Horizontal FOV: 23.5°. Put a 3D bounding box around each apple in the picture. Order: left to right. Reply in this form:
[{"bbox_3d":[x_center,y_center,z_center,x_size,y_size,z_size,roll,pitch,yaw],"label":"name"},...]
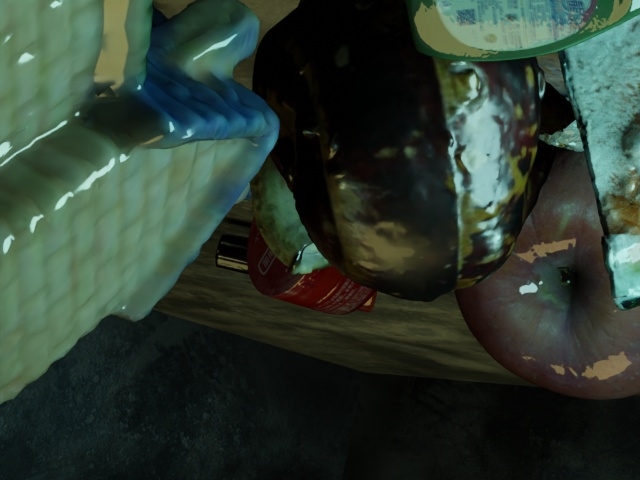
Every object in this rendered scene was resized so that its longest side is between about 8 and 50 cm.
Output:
[{"bbox_3d":[0.294,0.031,1.677,0.306,0.305,0.235,5,-168,32],"label":"apple"}]

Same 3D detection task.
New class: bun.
[{"bbox_3d":[0.248,-0.116,1.560,0.083,0.045,0.083,16,169,3],"label":"bun"}]

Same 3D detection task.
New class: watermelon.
[{"bbox_3d":[0.289,-0.110,1.201,0.214,0.320,0.289,40,130,-12],"label":"watermelon"}]

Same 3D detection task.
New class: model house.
[{"bbox_3d":[-0.257,-0.160,1.015,0.395,0.400,0.445,42,150,21],"label":"model house"}]

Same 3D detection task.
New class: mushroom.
[{"bbox_3d":[0.044,-0.103,1.557,0.190,0.164,0.267,-9,147,-35],"label":"mushroom"}]

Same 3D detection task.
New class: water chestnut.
[{"bbox_3d":[0.091,-0.099,1.278,0.300,0.300,0.300,11,170,2],"label":"water chestnut"}]

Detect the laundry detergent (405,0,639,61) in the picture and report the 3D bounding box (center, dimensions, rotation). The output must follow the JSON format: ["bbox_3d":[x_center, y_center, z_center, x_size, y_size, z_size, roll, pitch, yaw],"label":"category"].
[{"bbox_3d":[0.164,-0.196,1.076,0.211,0.137,0.063,-4,-150,14],"label":"laundry detergent"}]

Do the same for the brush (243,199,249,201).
[{"bbox_3d":[-0.143,-0.075,2.299,0.083,0.021,0.019,18,171,-26],"label":"brush"}]

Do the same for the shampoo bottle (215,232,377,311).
[{"bbox_3d":[-0.039,0.044,2.593,0.278,0.104,0.104,12,170,0],"label":"shampoo bottle"}]

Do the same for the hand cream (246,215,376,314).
[{"bbox_3d":[0.000,0.000,2.077,0.125,0.193,0.193,20,167,-32],"label":"hand cream"}]

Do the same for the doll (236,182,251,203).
[{"bbox_3d":[0.019,-0.056,1.858,0.257,0.161,0.215,18,143,-15],"label":"doll"}]
